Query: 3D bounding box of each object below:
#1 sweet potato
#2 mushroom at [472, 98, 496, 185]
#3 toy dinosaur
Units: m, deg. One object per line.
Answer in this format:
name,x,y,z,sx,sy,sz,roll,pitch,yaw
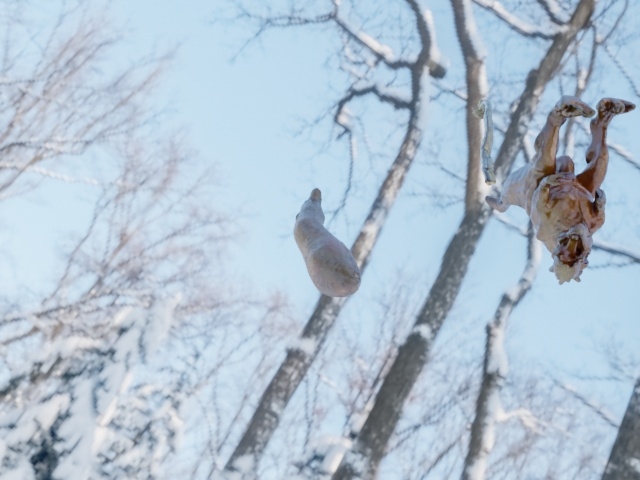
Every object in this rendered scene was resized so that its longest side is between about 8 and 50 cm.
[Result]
sweet potato,0.000,0.000,1.016,0.050,0.050,0.214,56,5,-30
mushroom,0.187,-0.119,1.095,0.025,0.286,0.028,-13,-70,12
toy dinosaur,0.283,-0.079,1.146,0.097,0.432,0.208,19,-74,-1
